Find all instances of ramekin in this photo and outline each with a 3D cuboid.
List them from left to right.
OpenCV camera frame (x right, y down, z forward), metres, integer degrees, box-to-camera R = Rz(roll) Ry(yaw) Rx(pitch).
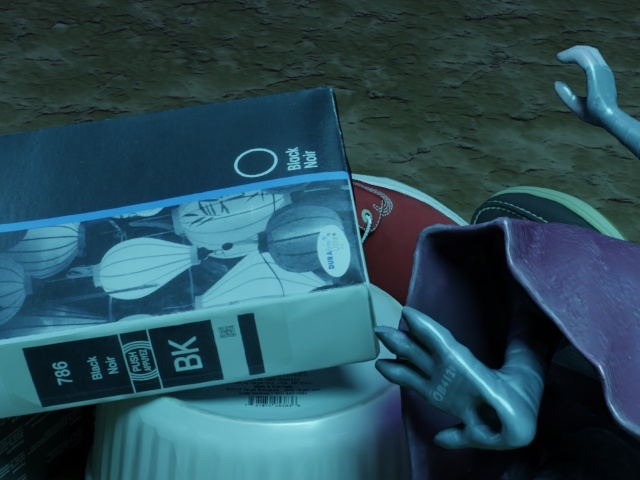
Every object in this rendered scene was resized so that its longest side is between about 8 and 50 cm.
[{"bbox_3d":[-0.028,0.097,0.870,0.207,0.109,0.207,2,30,-1],"label":"ramekin"}]

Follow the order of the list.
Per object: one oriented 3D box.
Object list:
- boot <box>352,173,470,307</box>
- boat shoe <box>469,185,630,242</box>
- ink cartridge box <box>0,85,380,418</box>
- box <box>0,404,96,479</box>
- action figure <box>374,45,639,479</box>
[{"bbox_3d":[0.000,0.000,0.986,0.244,0.088,0.176,21,10,-6],"label":"boot"},{"bbox_3d":[0.169,0.032,1.029,0.073,0.080,0.223,-14,37,-35],"label":"boat shoe"},{"bbox_3d":[-0.143,0.012,0.826,0.332,0.065,0.165,-10,44,0],"label":"ink cartridge box"},{"bbox_3d":[-0.248,0.065,0.944,0.242,0.076,0.307,17,33,24],"label":"box"},{"bbox_3d":[0.194,0.049,0.798,0.275,0.248,0.370,15,22,34],"label":"action figure"}]
